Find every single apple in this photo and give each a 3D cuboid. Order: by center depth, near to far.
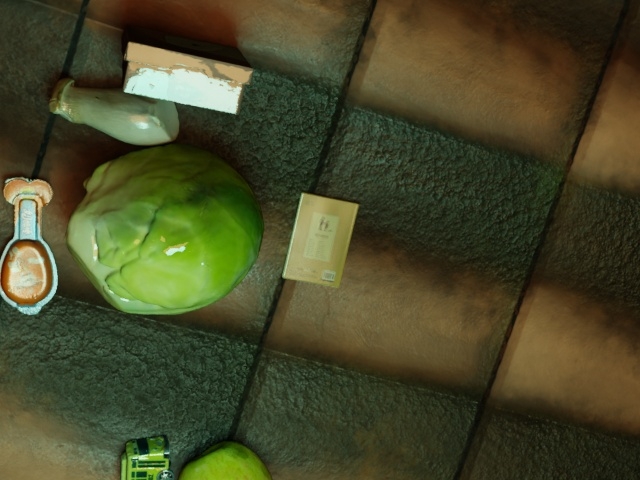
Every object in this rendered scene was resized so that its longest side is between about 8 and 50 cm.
[{"bbox_3d":[-0.184,0.481,1.952,0.195,0.196,0.196,-3,102,-13],"label":"apple"}]

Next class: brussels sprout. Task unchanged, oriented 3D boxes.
[{"bbox_3d":[-0.265,-0.012,1.798,0.344,0.344,0.268,-15,139,-10],"label":"brussels sprout"}]

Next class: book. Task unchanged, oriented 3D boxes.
[{"bbox_3d":[0.000,0.000,1.989,0.118,0.012,0.172,11,99,-16],"label":"book"}]

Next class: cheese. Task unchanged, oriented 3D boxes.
[{"bbox_3d":[-0.528,0.011,1.847,0.106,0.037,0.256,0,102,-15],"label":"cheese"}]

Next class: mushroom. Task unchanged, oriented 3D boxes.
[{"bbox_3d":[-0.363,-0.224,1.813,0.225,0.093,0.116,1,57,-7],"label":"mushroom"}]

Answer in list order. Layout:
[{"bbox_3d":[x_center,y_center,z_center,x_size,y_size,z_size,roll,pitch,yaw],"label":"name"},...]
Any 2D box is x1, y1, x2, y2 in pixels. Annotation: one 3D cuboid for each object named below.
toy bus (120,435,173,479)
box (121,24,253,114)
[{"bbox_3d":[-0.333,0.469,1.965,0.101,0.088,0.175,1,102,-13],"label":"toy bus"},{"bbox_3d":[-0.237,-0.295,1.764,0.215,0.215,0.086,9,107,-15],"label":"box"}]
